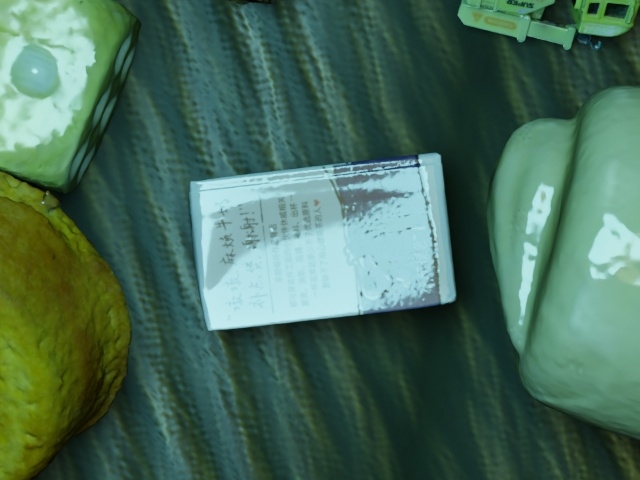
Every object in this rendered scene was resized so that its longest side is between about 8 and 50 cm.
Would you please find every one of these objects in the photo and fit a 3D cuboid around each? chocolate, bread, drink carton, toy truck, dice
[{"bbox_3d":[0.283,0.033,1.264,0.297,0.326,0.314,7,123,-5],"label":"chocolate"},{"bbox_3d":[-0.315,0.083,1.275,0.312,0.172,0.312,6,122,10],"label":"bread"},{"bbox_3d":[-0.001,0.001,1.360,0.222,0.102,0.134,-6,92,-3],"label":"drink carton"},{"bbox_3d":[0.203,-0.226,1.377,0.169,0.077,0.100,6,122,-6],"label":"toy truck"},{"bbox_3d":[-0.260,-0.146,1.314,0.169,0.166,0.169,23,89,-3],"label":"dice"}]

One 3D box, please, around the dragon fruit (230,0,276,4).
[{"bbox_3d":[-0.046,-0.312,1.322,0.172,0.172,0.209,29,85,-2],"label":"dragon fruit"}]
